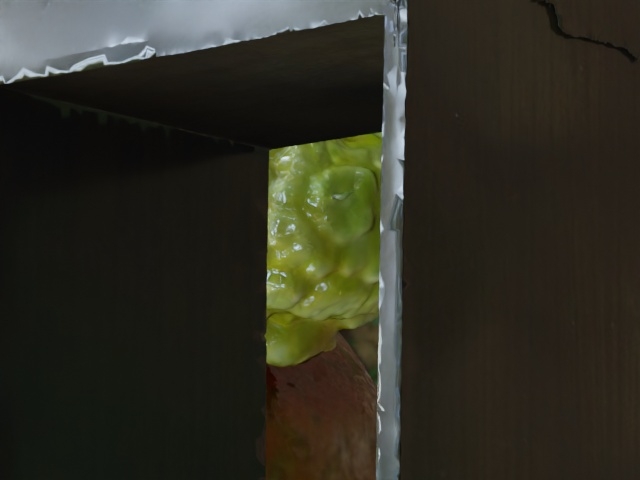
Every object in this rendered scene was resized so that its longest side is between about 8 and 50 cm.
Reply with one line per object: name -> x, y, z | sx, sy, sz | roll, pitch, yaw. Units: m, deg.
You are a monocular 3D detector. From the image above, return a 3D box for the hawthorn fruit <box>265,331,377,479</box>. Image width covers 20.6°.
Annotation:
hawthorn fruit -> -0.101, 0.212, 1.529 | 0.403, 0.403, 0.402 | -13, 71, 41

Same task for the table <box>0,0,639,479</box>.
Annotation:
table -> 0.000, 0.000, 0.698 | 0.251, 0.196, 0.282 | -6, 79, 41

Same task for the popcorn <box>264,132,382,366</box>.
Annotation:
popcorn -> -0.035, -0.006, 1.321 | 0.206, 0.237, 0.251 | 45, 74, 2
